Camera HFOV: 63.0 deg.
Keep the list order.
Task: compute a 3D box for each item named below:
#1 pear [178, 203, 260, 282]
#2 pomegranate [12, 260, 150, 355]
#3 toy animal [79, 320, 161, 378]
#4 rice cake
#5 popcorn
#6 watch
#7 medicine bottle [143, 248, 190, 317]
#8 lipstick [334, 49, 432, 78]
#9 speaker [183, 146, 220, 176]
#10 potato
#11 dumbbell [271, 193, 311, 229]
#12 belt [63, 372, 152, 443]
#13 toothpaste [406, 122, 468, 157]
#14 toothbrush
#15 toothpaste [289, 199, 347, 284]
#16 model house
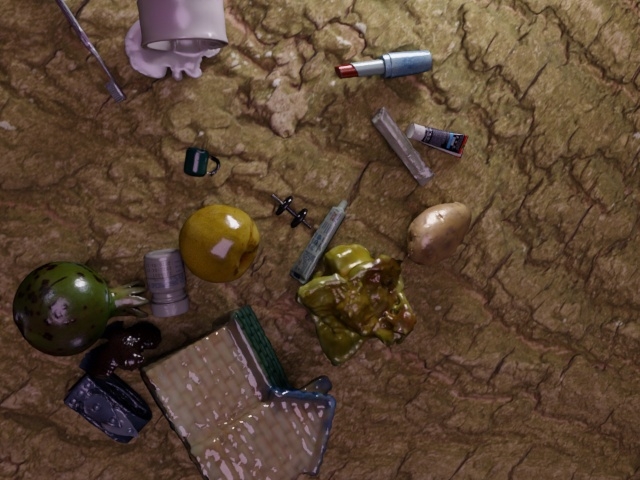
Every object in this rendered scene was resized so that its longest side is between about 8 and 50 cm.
[{"bbox_3d":[-0.271,0.004,1.369,0.208,0.209,0.209,-2,100,-13],"label":"pear"},{"bbox_3d":[-0.593,0.152,1.300,0.305,0.242,0.243,-21,104,-13],"label":"pomegranate"},{"bbox_3d":[-0.516,0.278,1.359,0.218,0.179,0.116,-27,100,-28],"label":"toy animal"},{"bbox_3d":[0.238,-0.270,1.511,0.057,0.052,0.256,-32,108,29],"label":"rice cake"},{"bbox_3d":[0.082,0.174,1.440,0.320,0.290,0.326,12,93,-5],"label":"popcorn"},{"bbox_3d":[-0.347,-0.489,1.246,0.243,0.231,0.196,-8,104,-15],"label":"watch"},{"bbox_3d":[-0.411,0.111,1.400,0.104,0.105,0.168,-7,101,-12],"label":"medicine bottle"},{"bbox_3d":[0.173,-0.484,1.455,0.273,0.061,0.068,-11,100,-12],"label":"lipstick"},{"bbox_3d":[-0.313,-0.205,1.390,0.094,0.060,0.076,8,99,-15],"label":"speaker"},{"bbox_3d":[0.343,-0.028,1.550,0.161,0.128,0.235,39,85,-32],"label":"potato"},{"bbox_3d":[-0.081,-0.080,1.463,0.147,0.069,0.069,40,89,-16],"label":"dumbbell"},{"bbox_3d":[-0.576,0.452,1.412,0.218,0.122,0.128,43,90,-10],"label":"belt"},{"bbox_3d":[0.347,-0.297,1.542,0.193,0.045,0.071,10,105,-21],"label":"toothpaste"},{"bbox_3d":[-0.594,-0.504,1.292,0.029,0.024,0.354,-30,106,2],"label":"toothbrush"},{"bbox_3d":[0.001,0.001,1.500,0.069,0.047,0.269,32,88,14],"label":"toothpaste"},{"bbox_3d":[-0.203,0.425,1.401,0.399,0.395,0.446,-31,89,-22],"label":"model house"}]
